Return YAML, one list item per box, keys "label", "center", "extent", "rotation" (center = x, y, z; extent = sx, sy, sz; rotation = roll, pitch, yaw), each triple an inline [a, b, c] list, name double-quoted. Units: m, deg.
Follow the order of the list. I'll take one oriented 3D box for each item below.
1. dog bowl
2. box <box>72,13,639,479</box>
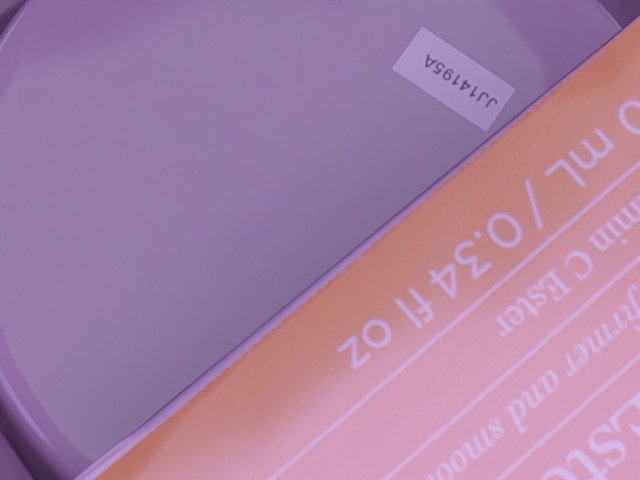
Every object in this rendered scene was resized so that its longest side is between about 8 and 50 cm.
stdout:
- label: "dog bowl"
  center: [0.000, 0.000, 0.683]
  extent: [0.349, 0.102, 0.349]
  rotation: [3, 72, -8]
- label: "box"
  center: [0.131, 0.131, 0.502]
  extent: [0.215, 0.168, 0.345]
  rotation: [-41, 83, -7]
